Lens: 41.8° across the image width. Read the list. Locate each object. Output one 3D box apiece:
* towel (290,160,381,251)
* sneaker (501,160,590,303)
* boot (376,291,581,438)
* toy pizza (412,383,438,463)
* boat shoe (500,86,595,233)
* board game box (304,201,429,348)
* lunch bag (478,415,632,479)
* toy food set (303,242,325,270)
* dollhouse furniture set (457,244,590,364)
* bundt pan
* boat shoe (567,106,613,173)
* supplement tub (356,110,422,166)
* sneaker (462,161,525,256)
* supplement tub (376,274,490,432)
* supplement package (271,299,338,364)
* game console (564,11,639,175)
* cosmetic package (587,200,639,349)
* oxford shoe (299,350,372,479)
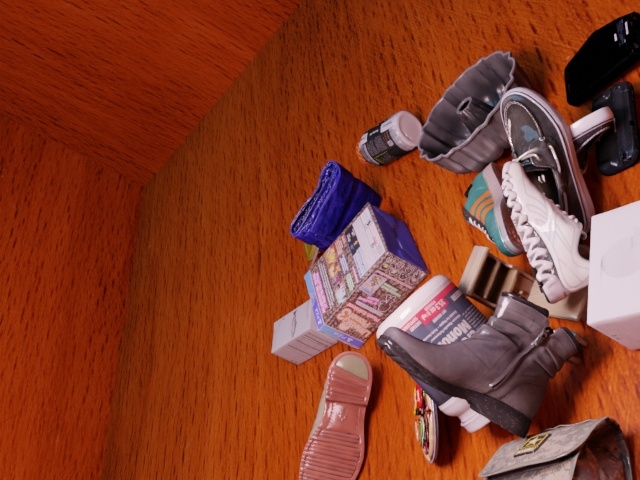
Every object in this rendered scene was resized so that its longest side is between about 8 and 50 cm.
[{"bbox_3d":[0.057,-0.069,2.299,0.076,0.308,0.227,31,92,30],"label":"towel"},{"bbox_3d":[0.430,-0.028,1.592,0.118,0.110,0.292,-24,67,13],"label":"sneaker"},{"bbox_3d":[0.281,0.181,1.500,0.222,0.338,0.118,-60,15,-4],"label":"boot"},{"bbox_3d":[0.217,0.369,1.774,0.201,0.032,0.201,177,90,-88],"label":"toy pizza"},{"bbox_3d":[0.446,-0.154,1.690,0.121,0.119,0.335,-32,82,49],"label":"boat shoe"},{"bbox_3d":[0.112,0.092,2.197,0.291,0.141,0.232,-49,30,23],"label":"board game box"},{"bbox_3d":[0.387,0.439,1.415,0.235,0.169,0.287,-34,31,47],"label":"lunch bag"},{"bbox_3d":[0.000,0.000,2.558,0.218,0.071,0.128,-102,24,-53],"label":"toy food set"},{"bbox_3d":[0.417,0.100,1.661,0.242,0.161,0.212,8,72,60],"label":"dollhouse furniture set"},{"bbox_3d":[0.395,-0.297,2.057,0.331,0.124,0.331,-46,21,23],"label":"bundt pan"},{"bbox_3d":[0.517,-0.161,1.776,0.301,0.108,0.102,-45,71,42],"label":"boat shoe"},{"bbox_3d":[0.196,-0.287,2.419,0.190,0.117,0.117,-25,45,47],"label":"supplement tub"},{"bbox_3d":[0.394,-0.049,1.902,0.121,0.108,0.302,-45,24,30],"label":"sneaker"},{"bbox_3d":[0.262,0.221,1.653,0.191,0.272,0.191,-42,-9,-8],"label":"supplement tub"},{"bbox_3d":[-0.043,0.257,2.347,0.179,0.105,0.105,-36,37,39],"label":"supplement package"},{"bbox_3d":[0.612,-0.301,1.793,0.213,0.044,0.361,137,141,-57],"label":"game console"},{"bbox_3d":[0.596,0.046,1.437,0.225,0.138,0.224,-25,45,50],"label":"cosmetic package"},{"bbox_3d":[0.043,0.469,2.037,0.146,0.141,0.396,97,-170,-81],"label":"oxford shoe"}]
